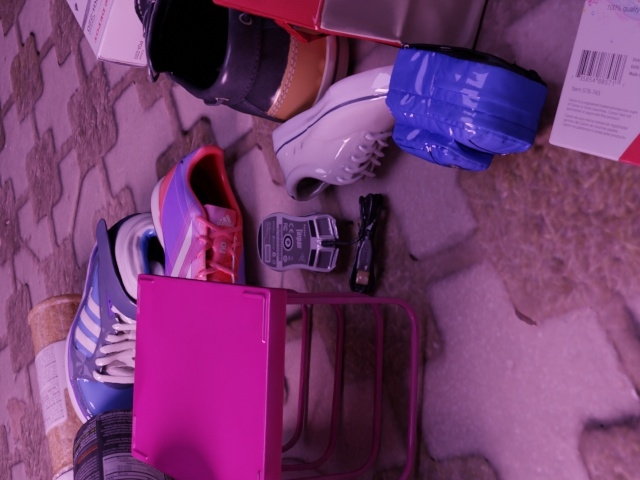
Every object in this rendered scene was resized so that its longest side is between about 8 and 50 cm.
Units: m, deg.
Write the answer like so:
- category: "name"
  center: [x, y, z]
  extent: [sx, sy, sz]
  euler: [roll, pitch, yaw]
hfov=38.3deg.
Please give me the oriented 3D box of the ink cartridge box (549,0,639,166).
- category: "ink cartridge box"
  center: [0.250, -0.127, 0.578]
  extent: [0.128, 0.127, 0.176]
  euler: [29, 110, 54]

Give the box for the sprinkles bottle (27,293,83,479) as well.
- category: "sprinkles bottle"
  center: [-0.388, 0.261, 1.477]
  extent: [0.121, 0.121, 0.355]
  euler: [-50, 48, 40]

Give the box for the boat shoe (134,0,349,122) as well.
- category: "boat shoe"
  center: [-0.148, -0.280, 1.155]
  extent: [0.500, 0.156, 0.187]
  euler: [43, 123, 50]

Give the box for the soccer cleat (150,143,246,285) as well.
- category: "soccer cleat"
  center: [-0.139, 0.025, 1.158]
  extent: [0.116, 0.108, 0.318]
  euler: [-45, 49, 39]

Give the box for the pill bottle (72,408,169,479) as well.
- category: "pill bottle"
  center: [-0.266, 0.351, 1.236]
  extent: [0.245, 0.130, 0.130]
  euler: [-114, 41, -57]

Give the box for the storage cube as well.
- category: "storage cube"
  center: [0.038, -0.282, 0.857]
  extent: [0.193, 0.184, 0.215]
  euler: [31, 111, 51]

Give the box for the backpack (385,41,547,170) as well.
- category: "backpack"
  center: [0.129, -0.110, 0.786]
  extent: [0.120, 0.098, 0.101]
  euler: [17, 100, 46]

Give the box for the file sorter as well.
- category: "file sorter"
  center: [-0.053, 0.143, 0.947]
  extent: [0.291, 0.182, 0.202]
  euler: [2, 89, 56]

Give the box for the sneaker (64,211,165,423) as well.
- category: "sneaker"
  center: [-0.264, 0.119, 1.302]
  extent: [0.236, 0.130, 0.323]
  euler: [-10, 73, 59]

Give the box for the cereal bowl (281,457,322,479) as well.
- category: "cereal bowl"
  center: [-0.086, 0.414, 1.009]
  extent: [0.339, 0.141, 0.339]
  euler: [-6, 83, 55]

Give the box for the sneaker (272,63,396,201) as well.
- category: "sneaker"
  center: [0.037, -0.105, 0.938]
  extent: [0.258, 0.094, 0.091]
  euler: [-25, 78, 60]

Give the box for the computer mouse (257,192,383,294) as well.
- category: "computer mouse"
  center: [0.000, 0.000, 1.012]
  extent: [0.193, 0.042, 0.106]
  euler: [4, 95, 50]

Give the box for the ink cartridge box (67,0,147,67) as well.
- category: "ink cartridge box"
  center: [-0.325, -0.401, 1.479]
  extent: [0.218, 0.092, 0.158]
  euler: [55, 130, 41]
